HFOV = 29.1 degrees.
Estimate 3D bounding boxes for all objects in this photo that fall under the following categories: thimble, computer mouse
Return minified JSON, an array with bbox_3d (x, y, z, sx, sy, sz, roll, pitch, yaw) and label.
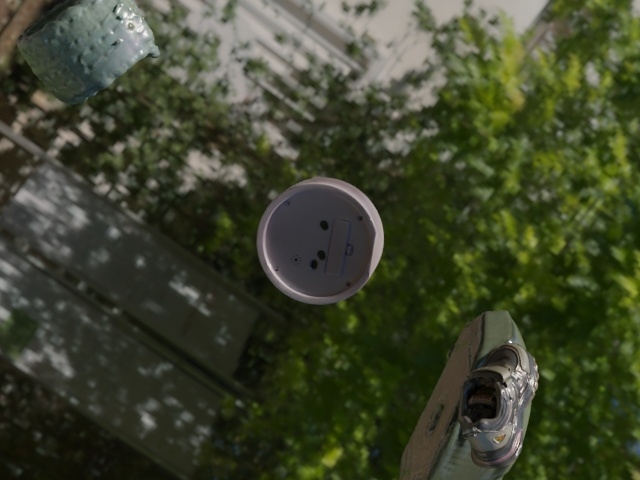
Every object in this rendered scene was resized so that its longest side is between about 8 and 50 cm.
[{"bbox_3d":[-0.417,-0.357,2.246,0.250,0.172,0.205,-22,-156,31],"label":"thimble"},{"bbox_3d":[0.239,0.320,1.979,0.228,0.145,0.429,-122,-124,-78],"label":"computer mouse"}]

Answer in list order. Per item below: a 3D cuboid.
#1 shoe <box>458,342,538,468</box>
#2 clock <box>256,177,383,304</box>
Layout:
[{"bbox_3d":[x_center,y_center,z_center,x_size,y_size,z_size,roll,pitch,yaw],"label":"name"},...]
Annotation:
[{"bbox_3d":[0.227,0.208,1.648,0.089,0.092,0.180,-4,-125,35],"label":"shoe"},{"bbox_3d":[0.000,0.000,1.975,0.197,0.197,0.068,-52,179,15],"label":"clock"}]
